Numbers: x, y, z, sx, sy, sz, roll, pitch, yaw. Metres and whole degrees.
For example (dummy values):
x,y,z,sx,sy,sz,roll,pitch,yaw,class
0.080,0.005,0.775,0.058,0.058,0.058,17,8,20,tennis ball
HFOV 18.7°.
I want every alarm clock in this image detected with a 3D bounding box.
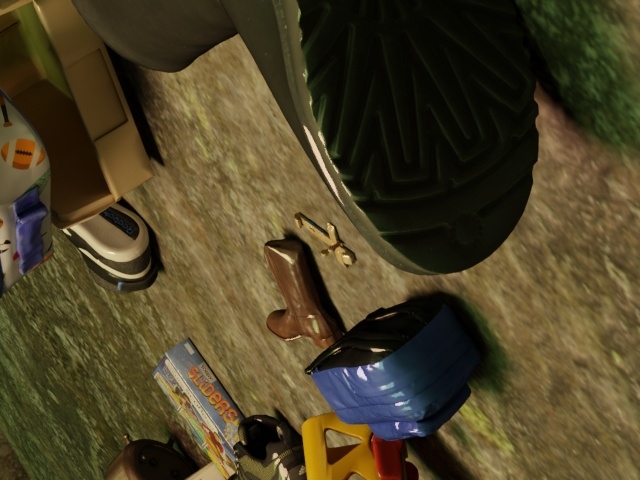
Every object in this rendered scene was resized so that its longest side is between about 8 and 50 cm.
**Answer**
x,y,z,sx,sy,sz,roll,pitch,yaw,class
-0.217,0.335,2.566,0.129,0.064,0.192,31,-148,-20,alarm clock

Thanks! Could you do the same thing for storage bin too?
x,y,z,sx,sy,sz,roll,pitch,yaw,class
-0.302,-0.181,1.935,0.260,0.123,0.262,38,154,45,storage bin

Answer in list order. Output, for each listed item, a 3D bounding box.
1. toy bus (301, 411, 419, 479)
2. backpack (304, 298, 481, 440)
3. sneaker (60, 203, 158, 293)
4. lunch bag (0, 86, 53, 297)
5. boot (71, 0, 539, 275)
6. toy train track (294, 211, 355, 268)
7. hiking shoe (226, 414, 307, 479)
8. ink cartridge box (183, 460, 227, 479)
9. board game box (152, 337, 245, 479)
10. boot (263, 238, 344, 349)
x,y,z,sx,sy,sz,roll,pitch,yaw,class
0.036,0.247,1.709,0.202,0.104,0.191,-74,-27,-73,toy bus
0.070,0.099,1.510,0.101,0.098,0.120,50,151,-10,backpack
-0.267,-0.016,2.198,0.217,0.079,0.121,43,157,31,sneaker
-0.352,-0.076,1.871,0.243,0.115,0.303,49,162,14,lunch bag
-0.056,-0.151,1.299,0.445,0.146,0.367,-4,108,65,boot
0.000,0.000,1.642,0.083,0.014,0.048,38,154,46,toy train track
-0.053,0.241,2.119,0.227,0.086,0.114,-18,91,66,hiking shoe
-0.118,0.349,2.441,0.139,0.082,0.191,55,161,3,ink cartridge box
-0.122,0.218,2.301,0.201,0.035,0.136,55,162,4,board game box
-0.033,0.040,1.758,0.106,0.037,0.114,9,135,49,boot
